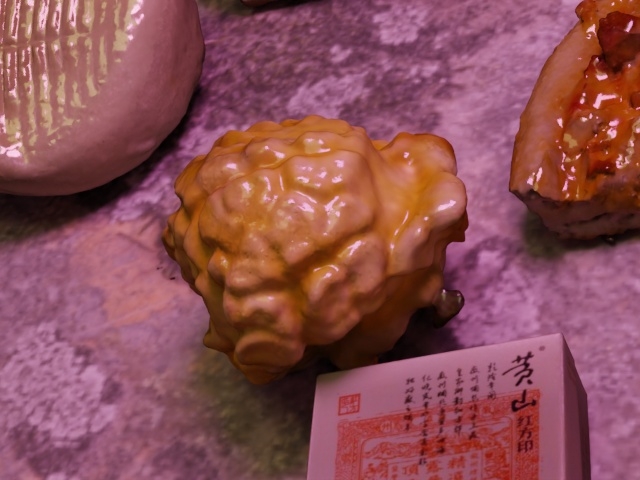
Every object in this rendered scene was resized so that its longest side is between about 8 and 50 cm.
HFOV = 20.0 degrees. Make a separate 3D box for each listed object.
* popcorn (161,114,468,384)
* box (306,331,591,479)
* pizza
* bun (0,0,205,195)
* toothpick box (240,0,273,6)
[{"bbox_3d":[0.000,0.000,0.985,0.170,0.180,0.180,34,65,6],"label":"popcorn"},{"bbox_3d":[0.062,0.147,0.882,0.141,0.058,0.201,-11,44,19],"label":"box"},{"bbox_3d":[0.251,-0.112,1.021,0.335,0.086,0.226,-40,42,-15],"label":"pizza"},{"bbox_3d":[-0.186,-0.130,1.231,0.229,0.145,0.229,-2,78,7],"label":"bun"},{"bbox_3d":[0.066,-0.287,1.224,0.308,0.187,0.190,-11,45,23],"label":"toothpick box"}]
